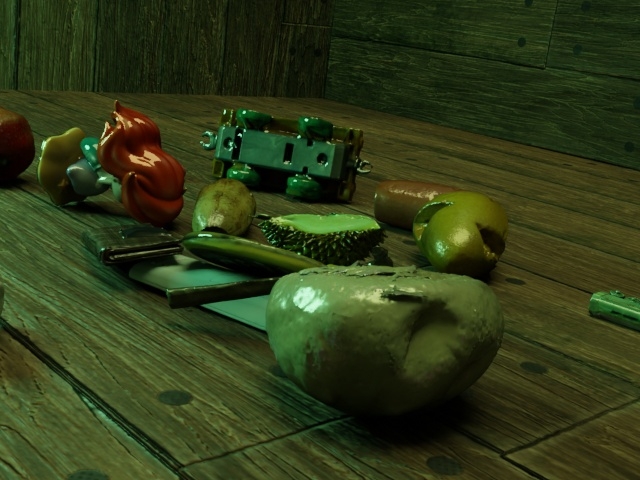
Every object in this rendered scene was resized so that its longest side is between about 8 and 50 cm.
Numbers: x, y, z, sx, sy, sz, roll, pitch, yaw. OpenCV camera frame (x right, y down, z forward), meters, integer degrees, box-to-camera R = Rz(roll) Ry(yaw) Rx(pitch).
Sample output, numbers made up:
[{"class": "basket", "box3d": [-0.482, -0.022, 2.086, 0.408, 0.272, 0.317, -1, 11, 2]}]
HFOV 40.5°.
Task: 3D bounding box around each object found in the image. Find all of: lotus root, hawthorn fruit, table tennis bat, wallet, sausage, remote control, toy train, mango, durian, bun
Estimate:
[{"class": "lotus root", "box3d": [-0.174, -0.054, 1.583, 0.110, 0.097, 0.258, 9, 18, -3]}, {"class": "hawthorn fruit", "box3d": [-0.668, -0.185, 1.748, 0.157, 0.157, 0.194, 9, 25, 9]}, {"class": "table tennis bat", "box3d": [-0.019, 0.052, 1.240, 0.369, 0.054, 0.224, 15, -11, 1]}, {"class": "wallet", "box3d": [-0.294, 0.002, 1.338, 0.124, 0.042, 0.230, -9, 8, -21]}, {"class": "sausage", "box3d": [0.239, -0.061, 1.767, 0.259, 0.113, 0.113, 12, 16, 24]}, {"class": "remote control", "box3d": [-0.134, 0.066, 1.232, 0.293, 0.051, 0.103, 15, 17, 30]}, {"class": "toy train", "box3d": [0.498, 0.115, 1.357, 0.148, 0.038, 0.071, 20, 22, 38]}, {"class": "mango", "box3d": [0.249, -0.009, 1.542, 0.167, 0.130, 0.262, 2, 19, 2]}, {"class": "durian", "box3d": [-0.002, 0.010, 1.429, 0.221, 0.095, 0.137, 10, -21, 18]}, {"class": "bun", "box3d": [0.064, 0.106, 0.965, 0.273, 0.168, 0.273, 3, 3, 0]}, {"class": "toy train", "box3d": [-0.072, -0.200, 2.049, 0.429, 0.178, 0.249, 11, 4, 17]}]

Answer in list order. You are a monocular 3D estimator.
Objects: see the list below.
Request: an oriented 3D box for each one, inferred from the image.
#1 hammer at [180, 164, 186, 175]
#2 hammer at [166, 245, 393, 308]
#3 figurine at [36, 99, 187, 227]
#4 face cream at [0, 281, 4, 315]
[{"class": "hammer", "box3d": [-0.346, -0.163, 2.012, 0.043, 0.043, 0.083, -8, 19, -45]}, {"class": "hammer", "box3d": [-0.054, 0.054, 1.111, 0.297, 0.027, 0.125, -8, -27, 3]}, {"class": "figurine", "box3d": [-0.373, -0.139, 1.603, 0.257, 0.208, 0.181, 7, -19, 23]}, {"class": "face cream", "box3d": [-0.522, 0.073, 0.994, 0.285, 0.067, 0.139, 5, 14, -9]}]
